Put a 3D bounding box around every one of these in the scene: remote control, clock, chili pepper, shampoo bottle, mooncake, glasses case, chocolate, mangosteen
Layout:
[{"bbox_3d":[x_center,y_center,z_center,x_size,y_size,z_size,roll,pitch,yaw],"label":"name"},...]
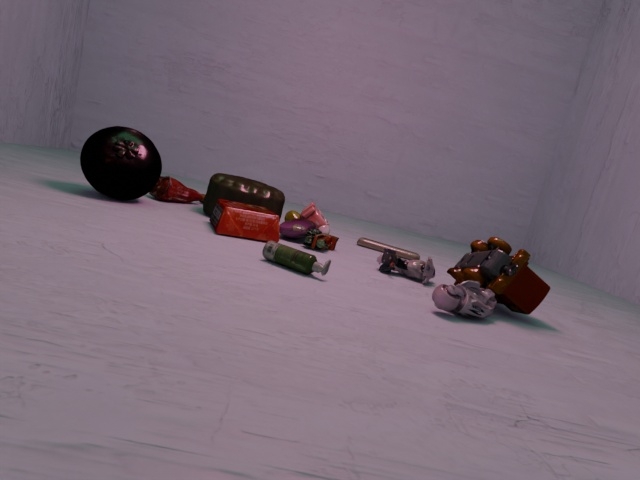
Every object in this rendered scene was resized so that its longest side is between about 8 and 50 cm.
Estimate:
[{"bbox_3d":[0.327,0.041,1.965,0.310,0.038,0.090,17,8,14],"label":"remote control"},{"bbox_3d":[-0.021,-0.091,1.993,0.162,0.093,0.166,50,8,-12],"label":"clock"},{"bbox_3d":[-0.679,-0.226,1.938,0.144,0.136,0.253,-30,-21,20],"label":"chili pepper"},{"bbox_3d":[-0.069,0.054,1.184,0.204,0.065,0.065,18,10,26],"label":"shampoo bottle"},{"bbox_3d":[-0.339,-0.182,1.840,0.356,0.194,0.356,12,9,-2],"label":"mooncake"},{"bbox_3d":[-0.094,-0.053,1.757,0.123,0.075,0.316,5,6,7],"label":"glasses case"},{"bbox_3d":[-0.286,-0.078,1.544,0.235,0.108,0.237,9,11,-22],"label":"chocolate"},{"bbox_3d":[-0.783,-0.287,1.623,0.297,0.313,0.297,8,47,-9],"label":"mangosteen"}]

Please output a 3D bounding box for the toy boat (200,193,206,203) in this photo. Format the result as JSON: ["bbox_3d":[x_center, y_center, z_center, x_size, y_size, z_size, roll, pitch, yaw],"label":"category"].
[{"bbox_3d":[-0.557,-0.197,2.067,0.149,0.049,0.047,19,41,21],"label":"toy boat"}]

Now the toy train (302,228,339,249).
[{"bbox_3d":[0.000,0.000,1.619,0.118,0.074,0.176,19,7,10],"label":"toy train"}]

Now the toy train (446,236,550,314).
[{"bbox_3d":[0.575,0.120,1.332,0.231,0.163,0.369,43,-4,2],"label":"toy train"}]

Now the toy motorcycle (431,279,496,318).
[{"bbox_3d":[0.413,0.172,1.135,0.254,0.112,0.112,9,10,-38],"label":"toy motorcycle"}]

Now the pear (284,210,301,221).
[{"bbox_3d":[-0.134,-0.102,2.020,0.092,0.092,0.097,12,25,-13],"label":"pear"}]

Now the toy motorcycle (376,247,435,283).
[{"bbox_3d":[0.316,0.092,1.465,0.221,0.102,0.150,17,-12,1],"label":"toy motorcycle"}]
